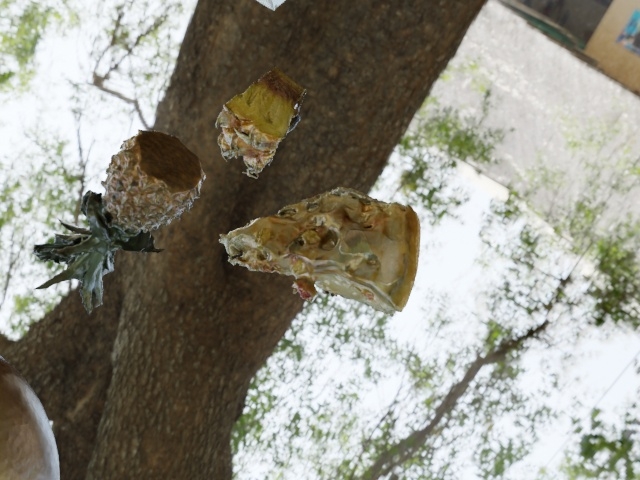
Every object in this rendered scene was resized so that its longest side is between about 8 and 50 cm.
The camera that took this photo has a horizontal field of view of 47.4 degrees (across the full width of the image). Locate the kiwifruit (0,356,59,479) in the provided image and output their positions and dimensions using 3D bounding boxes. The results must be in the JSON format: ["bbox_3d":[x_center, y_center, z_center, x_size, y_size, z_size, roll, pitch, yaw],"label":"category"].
[{"bbox_3d":[-0.363,0.208,0.715,0.195,0.234,0.196,-16,-164,5],"label":"kiwifruit"}]

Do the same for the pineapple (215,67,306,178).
[{"bbox_3d":[-0.103,-0.208,1.279,0.114,0.186,0.236,36,-177,-5],"label":"pineapple"}]

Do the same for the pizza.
[{"bbox_3d":[0.000,0.000,1.042,0.296,0.071,0.189,12,-115,22],"label":"pizza"}]

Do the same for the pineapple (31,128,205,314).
[{"bbox_3d":[-0.263,-0.019,0.912,0.119,0.277,0.130,53,-145,8],"label":"pineapple"}]

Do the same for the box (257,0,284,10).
[{"bbox_3d":[-0.052,-0.465,0.884,0.200,0.299,0.106,-44,-115,-13],"label":"box"}]
